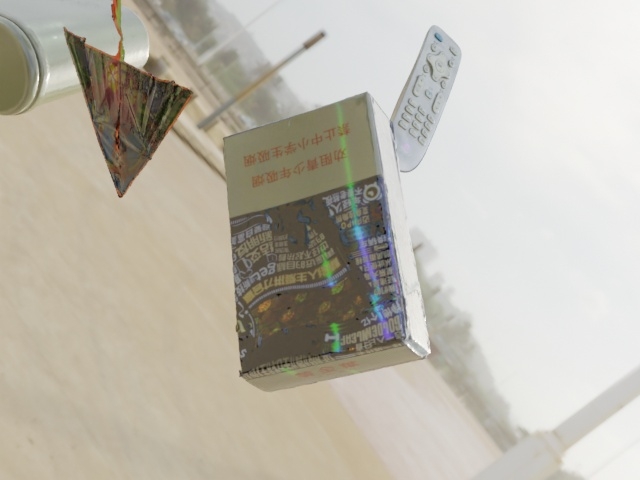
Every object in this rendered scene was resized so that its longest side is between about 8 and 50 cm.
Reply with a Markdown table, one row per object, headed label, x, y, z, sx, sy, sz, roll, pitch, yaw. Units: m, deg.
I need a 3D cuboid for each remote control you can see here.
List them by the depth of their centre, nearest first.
| label | x | y | z | sx | sy | sz | roll | pitch | yaw |
| --- | --- | --- | --- | --- | --- | --- | --- | --- | --- |
| remote control | 0.139 | -0.198 | 1.353 | 0.073 | 0.229 | 0.044 | 33 | -23 | -29 |

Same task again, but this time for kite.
| label | x | y | z | sx | sy | sz | roll | pitch | yaw |
| --- | --- | --- | --- | --- | --- | --- | --- | --- | --- |
| kite | -0.137 | -0.104 | 0.655 | 0.190 | 0.010 | 0.159 | 32 | -54 | 44 |

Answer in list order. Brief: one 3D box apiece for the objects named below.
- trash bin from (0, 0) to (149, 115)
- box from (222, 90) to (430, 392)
| label | x | y | z | sx | sy | sz | roll | pitch | yaw |
| --- | --- | --- | --- | --- | --- | --- | --- | --- | --- |
| trash bin | -0.383 | -0.263 | 1.227 | 0.243 | 0.121 | 0.247 | 25 | 27 | 16 |
| box | 0.000 | 0.000 | 1.090 | 0.084 | 0.198 | 0.310 | 42 | 37 | -58 |
